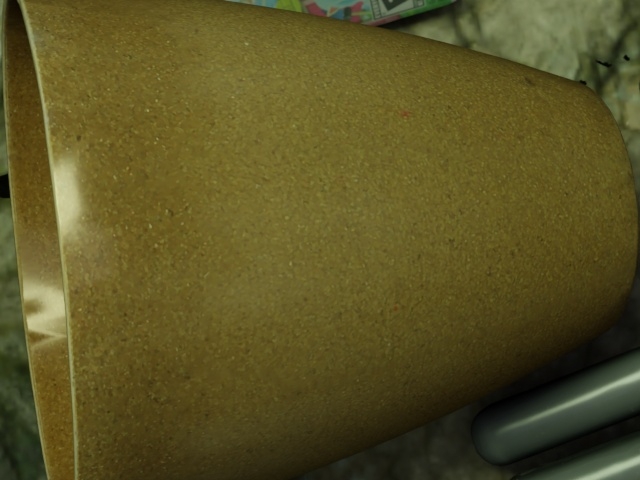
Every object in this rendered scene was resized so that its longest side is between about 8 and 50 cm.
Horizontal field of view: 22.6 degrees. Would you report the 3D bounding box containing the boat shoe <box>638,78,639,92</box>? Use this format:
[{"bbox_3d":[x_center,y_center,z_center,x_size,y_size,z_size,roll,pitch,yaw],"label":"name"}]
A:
[{"bbox_3d":[0.308,-0.076,0.756,0.320,0.118,0.103,7,80,-4],"label":"boat shoe"}]

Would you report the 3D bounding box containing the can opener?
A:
[{"bbox_3d":[0.212,0.065,0.764,0.280,0.093,0.074,-23,85,7],"label":"can opener"}]

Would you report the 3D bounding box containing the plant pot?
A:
[{"bbox_3d":[0.000,0.000,0.707,0.254,0.237,0.237,-5,86,-14],"label":"plant pot"}]

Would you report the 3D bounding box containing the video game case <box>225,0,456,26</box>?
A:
[{"bbox_3d":[-0.045,-0.174,0.735,0.193,0.023,0.212,-17,130,-1],"label":"video game case"}]
